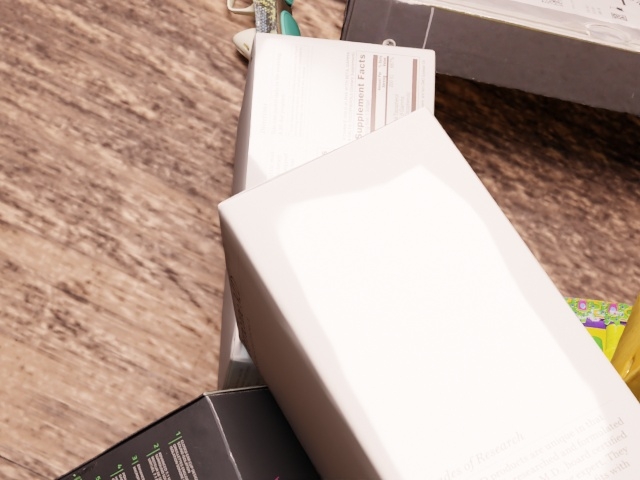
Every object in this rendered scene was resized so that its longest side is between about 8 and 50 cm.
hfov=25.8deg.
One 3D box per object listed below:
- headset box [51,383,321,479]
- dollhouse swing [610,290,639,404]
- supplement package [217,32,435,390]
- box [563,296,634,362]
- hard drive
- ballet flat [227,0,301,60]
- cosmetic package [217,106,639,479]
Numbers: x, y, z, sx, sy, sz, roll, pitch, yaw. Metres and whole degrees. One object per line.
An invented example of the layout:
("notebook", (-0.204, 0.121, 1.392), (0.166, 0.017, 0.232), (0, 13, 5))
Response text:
("headset box", (-0.087, 0.260, 0.982), (0.283, 0.131, 0.246), (-32, 72, 27))
("dollhouse swing", (0.403, 0.017, 0.943), (0.305, 0.315, 0.347), (29, 65, 3))
("supplement package", (0.000, 0.000, 1.120), (0.145, 0.204, 0.262), (6, 71, -6))
("box", (0.218, 0.203, 1.089), (0.290, 0.177, 0.279), (8, 71, -4))
("hard drive", (0.191, -0.193, 1.206), (0.339, 0.064, 0.237), (13, 28, -2))
("ballet flat", (-0.051, -0.202, 1.265), (0.070, 0.070, 0.188), (-4, 70, -7))
("cosmetic package", (0.091, 0.127, 0.839), (0.155, 0.197, 0.365), (-27, 62, -13))
